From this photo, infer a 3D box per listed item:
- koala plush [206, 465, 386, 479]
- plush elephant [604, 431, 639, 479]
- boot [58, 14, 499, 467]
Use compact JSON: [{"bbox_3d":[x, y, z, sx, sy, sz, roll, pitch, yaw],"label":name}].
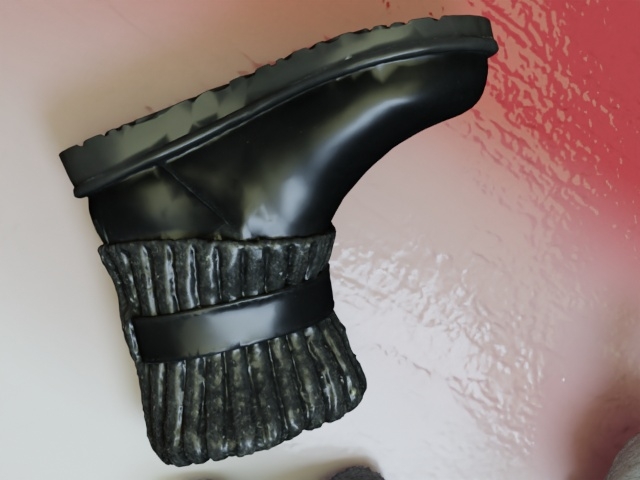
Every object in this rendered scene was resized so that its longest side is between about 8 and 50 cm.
[{"bbox_3d":[-0.022,0.319,0.914,0.196,0.203,0.221,-3,109,-6],"label":"koala plush"},{"bbox_3d":[0.323,0.243,0.926,0.330,0.272,0.255,-5,57,-38],"label":"plush elephant"},{"bbox_3d":[-0.001,0.000,0.893,0.348,0.131,0.260,-21,92,6],"label":"boot"}]
